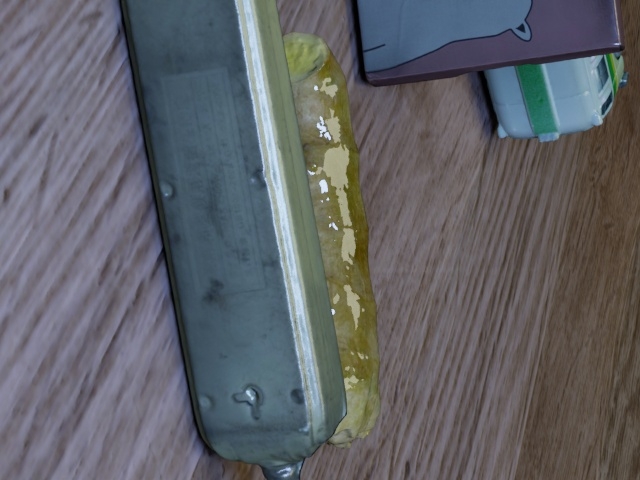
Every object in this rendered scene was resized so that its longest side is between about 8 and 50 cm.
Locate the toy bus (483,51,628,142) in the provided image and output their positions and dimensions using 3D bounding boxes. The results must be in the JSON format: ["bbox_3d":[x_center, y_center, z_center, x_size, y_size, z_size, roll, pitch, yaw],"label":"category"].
[{"bbox_3d":[0.216,-0.244,1.654,0.165,0.133,0.276,-65,142,-52],"label":"toy bus"}]

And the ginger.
[{"bbox_3d":[0.004,0.000,1.171,0.118,0.065,0.299,-3,88,-81],"label":"ginger"}]

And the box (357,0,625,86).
[{"bbox_3d":[0.134,-0.246,1.364,0.086,0.215,0.215,-4,87,-78],"label":"box"}]

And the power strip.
[{"bbox_3d":[-0.051,-0.021,1.013,0.066,0.092,0.388,-22,105,-64],"label":"power strip"}]
